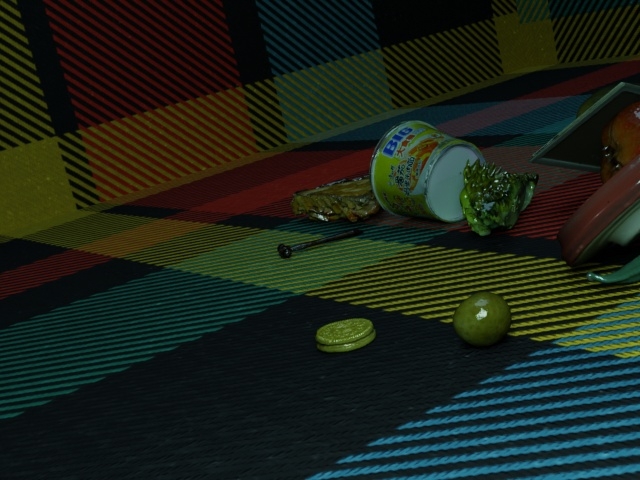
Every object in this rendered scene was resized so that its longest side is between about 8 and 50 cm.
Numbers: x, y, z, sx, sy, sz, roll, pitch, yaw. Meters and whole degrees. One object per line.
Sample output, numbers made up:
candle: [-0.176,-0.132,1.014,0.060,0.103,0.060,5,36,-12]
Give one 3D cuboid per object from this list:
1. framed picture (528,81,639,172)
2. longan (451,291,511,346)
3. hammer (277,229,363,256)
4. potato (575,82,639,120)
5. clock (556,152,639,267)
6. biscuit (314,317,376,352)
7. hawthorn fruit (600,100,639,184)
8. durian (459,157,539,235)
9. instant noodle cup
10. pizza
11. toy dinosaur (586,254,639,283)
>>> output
framed picture: [0.546,-0.198,1.719,0.296,0.019,0.232,4,-34,-39]
longan: [0.198,0.097,1.187,0.075,0.075,0.083,-23,19,-36]
hammer: [0.000,0.000,1.889,0.178,0.021,0.065,-16,13,-16]
potato: [0.681,-0.274,2.110,0.197,0.148,0.228,-28,16,-1]
clock: [0.466,-0.068,1.317,0.318,0.080,0.318,-35,-15,-10]
biscuit: [0.034,0.130,1.307,0.084,0.023,0.084,-12,13,3]
hawthorn fruit: [0.585,-0.147,1.585,0.225,0.196,0.196,-8,13,-1]
durian: [0.306,-0.079,1.698,0.106,0.132,0.375,8,16,26]
instant noodle cup: [0.222,-0.129,1.860,0.205,0.205,0.153,-21,23,-29]
pizza: [0.097,-0.100,2.095,0.251,0.074,0.287,-21,16,-28]
toy dinosaur: [0.506,0.001,1.282,0.292,0.079,0.120,-31,14,-21]
